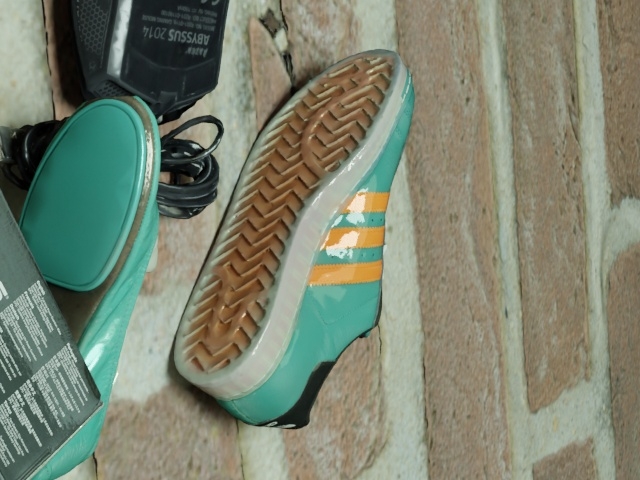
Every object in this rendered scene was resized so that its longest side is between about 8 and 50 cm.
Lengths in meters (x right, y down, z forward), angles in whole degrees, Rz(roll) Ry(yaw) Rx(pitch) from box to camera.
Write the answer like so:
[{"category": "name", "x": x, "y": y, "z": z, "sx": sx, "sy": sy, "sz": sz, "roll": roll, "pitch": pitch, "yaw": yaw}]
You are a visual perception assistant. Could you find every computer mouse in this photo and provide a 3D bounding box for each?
[{"category": "computer mouse", "x": -0.123, "y": -0.156, "z": 0.852, "sx": 0.188, "sy": 0.072, "sz": 0.272, "roll": 6, "pitch": 98, "yaw": -55}]

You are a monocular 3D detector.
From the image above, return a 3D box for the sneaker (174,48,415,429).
[{"category": "sneaker", "x": 0.000, "y": 0.000, "z": 0.987, "sx": 0.121, "sy": 0.108, "sz": 0.302, "roll": 46, "pitch": 63, "yaw": -44}]

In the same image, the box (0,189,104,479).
[{"category": "box", "x": -0.215, "y": 0.030, "z": 0.659, "sx": 0.077, "sy": 0.147, "sz": 0.180, "roll": -46, "pitch": 125, "yaw": -42}]

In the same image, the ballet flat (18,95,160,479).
[{"category": "ballet flat", "x": -0.144, "y": 0.031, "z": 0.787, "sx": 0.087, "sy": 0.083, "sz": 0.247, "roll": 7, "pitch": 104, "yaw": -68}]
